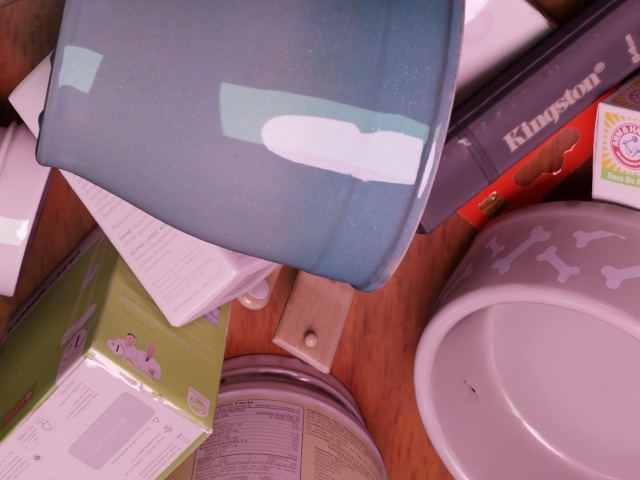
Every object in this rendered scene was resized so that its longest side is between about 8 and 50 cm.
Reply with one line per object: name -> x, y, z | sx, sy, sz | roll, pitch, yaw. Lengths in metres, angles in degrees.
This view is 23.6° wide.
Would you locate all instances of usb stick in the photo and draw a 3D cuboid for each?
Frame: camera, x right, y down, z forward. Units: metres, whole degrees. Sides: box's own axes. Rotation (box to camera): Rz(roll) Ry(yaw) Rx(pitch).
usb stick -> 0.167, -0.109, 1.228 | 0.278, 0.045, 0.077 | -38, 126, -1

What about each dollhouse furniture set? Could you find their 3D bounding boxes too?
dollhouse furniture set -> 0.000, 0.000, 1.278 | 0.144, 0.123, 0.151 | 32, 140, -14

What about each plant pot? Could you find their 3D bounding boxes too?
plant pot -> -0.061, -0.120, 1.082 | 0.255, 0.271, 0.271 | 11, 119, -11

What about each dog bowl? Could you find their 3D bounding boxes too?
dog bowl -> 0.233, 0.139, 1.296 | 0.349, 0.102, 0.348 | 21, 134, 24

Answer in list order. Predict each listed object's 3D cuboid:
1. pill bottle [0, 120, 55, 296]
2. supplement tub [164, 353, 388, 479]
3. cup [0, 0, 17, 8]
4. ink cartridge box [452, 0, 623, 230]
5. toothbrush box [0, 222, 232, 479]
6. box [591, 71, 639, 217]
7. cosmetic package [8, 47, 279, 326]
pill bottle -> -0.390, -0.068, 1.242 | 0.334, 0.188, 0.188 | 16, 118, -8
supplement tub -> -0.055, 0.270, 1.344 | 0.235, 0.325, 0.235 | 0, 119, 1
cup -> -0.306, -0.287, 1.091 | 0.331, 0.237, 0.331 | 1, 119, 1
ink cartridge box -> 0.130, -0.116, 1.281 | 0.232, 0.066, 0.189 | 41, 112, -15
toothbrush box -> -0.184, 0.107, 1.280 | 0.122, 0.283, 0.206 | 37, 113, -19
box -> 0.331, -0.061, 1.222 | 0.203, 0.114, 0.103 | 18, 124, 32
cosmetic package -> -0.132, -0.055, 1.233 | 0.085, 0.117, 0.231 | -41, 83, 27
